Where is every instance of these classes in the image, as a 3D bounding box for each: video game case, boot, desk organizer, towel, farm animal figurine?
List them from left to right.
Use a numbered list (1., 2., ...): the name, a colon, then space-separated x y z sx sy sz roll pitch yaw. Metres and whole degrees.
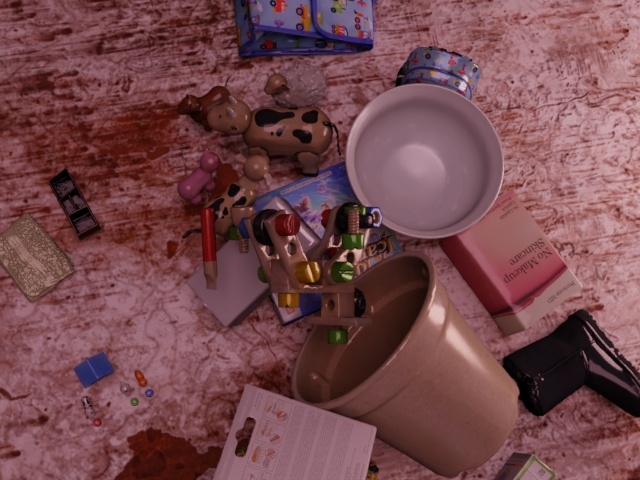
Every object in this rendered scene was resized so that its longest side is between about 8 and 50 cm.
1. towel: -0.540 0.030 1.769 0.110 0.027 0.148 -39 85 -13
2. desk organizer: -0.464 -0.068 1.785 0.047 0.050 0.130 -29 83 -11
3. farm animal figurine: -0.121 -0.180 1.745 0.327 0.172 0.330 -11 66 -6
4. video game case: 0.000 0.000 1.821 0.270 0.061 0.244 -24 83 -11
5. boot: 0.486 0.278 1.802 0.207 0.094 0.246 -33 77 -15

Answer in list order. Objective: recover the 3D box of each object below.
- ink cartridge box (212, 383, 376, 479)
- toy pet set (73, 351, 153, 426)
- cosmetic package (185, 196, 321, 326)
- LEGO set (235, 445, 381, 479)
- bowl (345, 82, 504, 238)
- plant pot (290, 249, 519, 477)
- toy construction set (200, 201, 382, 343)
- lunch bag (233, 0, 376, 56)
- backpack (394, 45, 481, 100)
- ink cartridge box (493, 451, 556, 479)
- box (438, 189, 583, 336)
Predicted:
1. ink cartridge box: -0.038 0.342 1.480 0.225 0.056 0.181 17 52 1
2. toy pet set: -0.384 0.261 1.721 0.122 0.065 0.114 -30 84 -12
3. cosmetic package: -0.118 0.040 1.729 0.231 0.085 0.117 -42 80 7
4. LEGO set: -0.031 0.469 1.577 0.255 0.331 0.192 -54 53 19
5. bowl: 0.185 -0.133 1.786 0.298 0.134 0.297 1 76 -5
6. plant pot: 0.172 0.240 1.666 0.305 0.334 0.333 42 76 -20
7. toy construction set: -0.046 0.060 1.571 0.309 0.257 0.237 0 95 18
8. lunch bag: -0.018 -0.489 1.900 0.293 0.138 0.220 -1 78 -19
9. backpack: 0.227 -0.301 1.850 0.158 0.173 0.116 19 77 -3
10. ink cartridge box: 0.332 0.488 1.737 0.062 0.109 0.209 40 78 3
11. box: 0.361 0.045 1.820 0.149 0.127 0.232 -35 84 -12
